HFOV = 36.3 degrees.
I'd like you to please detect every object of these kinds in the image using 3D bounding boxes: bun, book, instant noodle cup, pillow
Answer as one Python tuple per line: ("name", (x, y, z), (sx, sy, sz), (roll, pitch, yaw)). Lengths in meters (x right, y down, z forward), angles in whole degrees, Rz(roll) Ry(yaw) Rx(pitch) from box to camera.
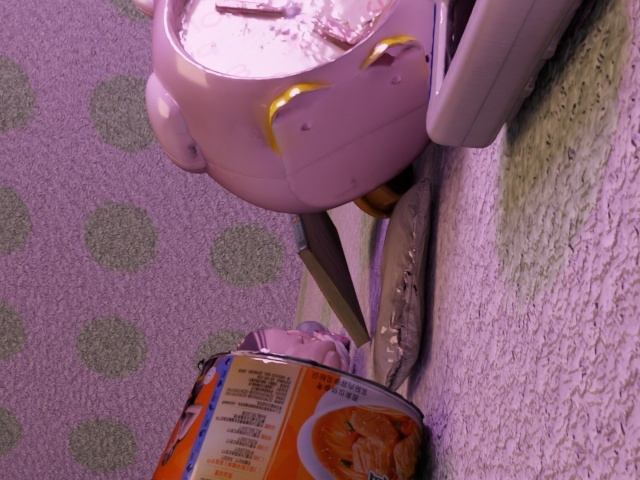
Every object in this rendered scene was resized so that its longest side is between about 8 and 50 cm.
("bun", (-0.004, 0.219, 1.830), (0.141, 0.083, 0.141), (180, 90, -82))
("book", (0.000, 0.000, 1.477), (0.215, 0.025, 0.282), (58, -169, -35))
("instant noodle cup", (-0.036, 0.242, 0.927), (0.296, 0.296, 0.214), (108, 177, -68))
("pillow", (0.089, 0.051, 1.073), (0.128, 0.051, 0.229), (112, 168, -63))

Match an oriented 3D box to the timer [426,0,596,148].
("timer", (0.138, -0.191, 0.715), (0.253, 0.078, 0.178), (106, 170, -69))

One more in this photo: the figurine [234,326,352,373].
("figurine", (-0.050, 0.244, 1.582), (0.211, 0.253, 0.361), (54, 178, 7))

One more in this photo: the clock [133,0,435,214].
("clock", (-0.037, -0.221, 1.135), (0.376, 0.368, 0.250), (57, 172, 36))

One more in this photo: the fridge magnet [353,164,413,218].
("fridge magnet", (0.070, -0.097, 1.247), (0.063, 0.143, 0.143), (-22, 47, 35))
